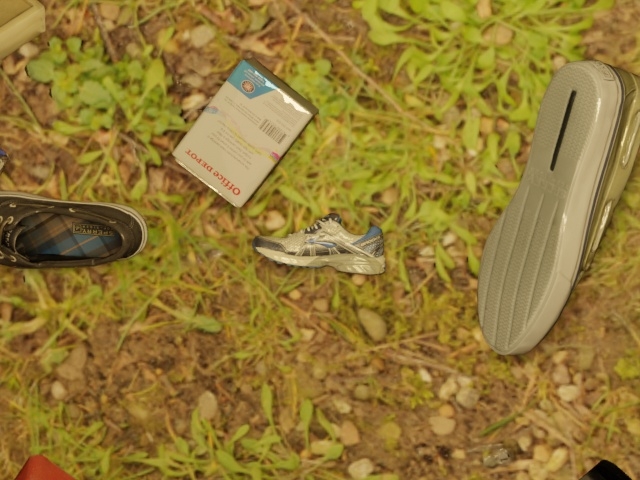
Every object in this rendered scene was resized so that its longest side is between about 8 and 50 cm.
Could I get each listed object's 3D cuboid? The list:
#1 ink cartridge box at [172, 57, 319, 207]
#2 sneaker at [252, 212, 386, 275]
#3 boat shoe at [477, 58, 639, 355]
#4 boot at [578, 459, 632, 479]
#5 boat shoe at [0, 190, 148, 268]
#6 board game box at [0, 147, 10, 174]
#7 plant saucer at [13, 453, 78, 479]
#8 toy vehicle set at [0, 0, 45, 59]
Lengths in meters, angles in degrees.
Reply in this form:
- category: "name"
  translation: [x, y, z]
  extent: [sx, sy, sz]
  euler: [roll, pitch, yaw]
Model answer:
- category: "ink cartridge box"
  translation: [-0.075, -0.107, 1.590]
  extent: [0.088, 0.052, 0.122]
  euler: [39, 102, 0]
- category: "sneaker"
  translation: [0.000, 0.000, 1.606]
  extent: [0.135, 0.052, 0.058]
  euler: [6, 92, 0]
- category: "boat shoe"
  translation: [0.239, -0.025, 1.535]
  extent: [0.094, 0.109, 0.302]
  euler: [3, 115, -35]
- category: "boot"
  translation: [0.245, 0.491, 1.620]
  extent: [0.367, 0.146, 0.445]
  euler: [45, 99, -3]
- category: "boat shoe"
  translation: [-0.293, -0.003, 1.630]
  extent: [0.229, 0.076, 0.080]
  euler: [5, 101, 8]
- category: "board game box"
  translation: [-0.492, -0.023, 1.598]
  extent: [0.232, 0.141, 0.291]
  euler: [36, 104, 16]
- category: "plant saucer"
  translation: [-0.275, 0.404, 1.721]
  extent: [0.259, 0.048, 0.258]
  euler: [36, 104, 2]
- category: "toy vehicle set"
  translation: [-0.417, -0.193, 1.522]
  extent: [0.166, 0.267, 0.035]
  euler: [39, 147, 18]
